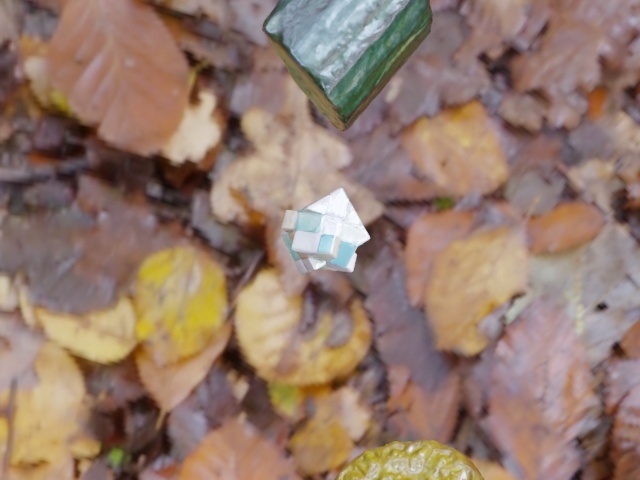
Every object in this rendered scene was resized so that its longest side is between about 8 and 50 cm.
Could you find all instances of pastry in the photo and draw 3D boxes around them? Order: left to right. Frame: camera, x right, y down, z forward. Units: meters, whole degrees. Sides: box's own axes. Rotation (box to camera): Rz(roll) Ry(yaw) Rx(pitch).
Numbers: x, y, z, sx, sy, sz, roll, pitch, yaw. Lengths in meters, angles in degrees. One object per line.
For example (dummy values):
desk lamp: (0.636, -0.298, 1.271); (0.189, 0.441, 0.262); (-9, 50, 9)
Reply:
pastry: (0.098, 0.303, 1.726); (0.188, 0.103, 0.189); (-8, 50, 10)

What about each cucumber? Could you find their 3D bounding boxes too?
cucumber: (0.028, -0.147, 1.187); (0.115, 0.116, 0.062); (-49, 45, -11)

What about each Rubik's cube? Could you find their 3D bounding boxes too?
Rubik's cube: (0.000, -0.002, 1.635); (0.073, 0.075, 0.084); (-26, 74, -23)
